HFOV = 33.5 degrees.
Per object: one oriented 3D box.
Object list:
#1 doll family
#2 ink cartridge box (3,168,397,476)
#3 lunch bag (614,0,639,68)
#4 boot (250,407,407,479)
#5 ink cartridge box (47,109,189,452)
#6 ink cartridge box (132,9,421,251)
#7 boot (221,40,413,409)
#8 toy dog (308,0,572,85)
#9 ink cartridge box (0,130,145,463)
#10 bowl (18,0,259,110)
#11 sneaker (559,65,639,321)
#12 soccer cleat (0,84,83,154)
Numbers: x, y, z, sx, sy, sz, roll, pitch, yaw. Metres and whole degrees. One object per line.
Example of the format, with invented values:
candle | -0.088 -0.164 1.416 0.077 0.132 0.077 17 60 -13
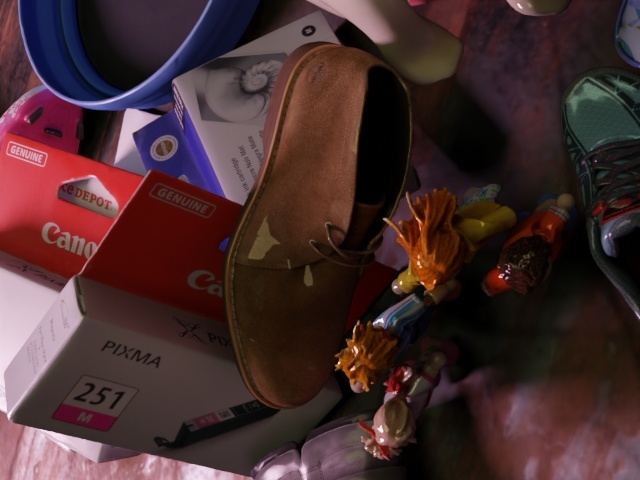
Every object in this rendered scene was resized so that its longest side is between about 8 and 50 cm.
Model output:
doll family | 0.078 0.046 0.806 0.118 0.163 0.263 37 115 6
ink cartridge box | -0.090 0.088 0.915 0.239 0.275 0.060 -50 39 23
lunch bag | 0.323 -0.168 0.707 0.219 0.090 0.176 27 103 41
boot | 0.071 0.236 0.866 0.338 0.118 0.222 -21 60 30
ink cartridge box | -0.240 0.028 1.163 0.207 0.119 0.353 19 96 41
ink cartridge box | -0.054 -0.086 0.976 0.224 0.045 0.223 -28 56 0
boot | 0.000 0.000 0.837 0.115 0.112 0.305 27 110 57
toy dog | 0.039 -0.305 0.816 0.395 0.408 0.284 46 77 -2
ink cartridge box | -0.271 0.043 1.058 0.296 0.066 0.261 18 97 32
bowl | -0.201 -0.334 1.207 0.391 0.077 0.391 -9 77 40
sneaker | 0.236 -0.023 0.739 0.104 0.125 0.261 -35 62 27
soccer cleat | -0.408 -0.063 1.331 0.143 0.116 0.331 41 111 39
